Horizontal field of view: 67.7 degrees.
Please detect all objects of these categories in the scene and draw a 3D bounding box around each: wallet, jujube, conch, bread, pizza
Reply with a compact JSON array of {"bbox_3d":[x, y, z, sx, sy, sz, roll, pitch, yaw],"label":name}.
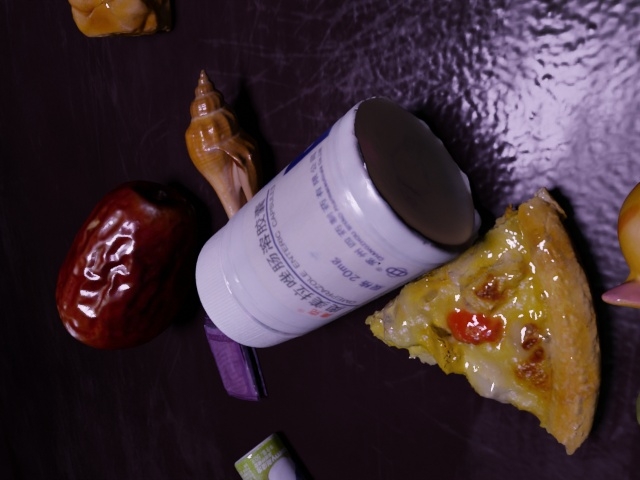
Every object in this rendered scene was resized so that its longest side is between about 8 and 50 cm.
[{"bbox_3d":[-0.165,0.219,0.895,0.111,0.030,0.165,-11,97,40],"label":"wallet"},{"bbox_3d":[-0.340,0.050,0.865,0.223,0.223,0.317,38,114,24],"label":"jujube"},{"bbox_3d":[-0.131,-0.097,0.743,0.110,0.093,0.330,-1,124,22],"label":"conch"},{"bbox_3d":[-0.325,-0.475,0.746,0.167,0.132,0.294,17,116,41],"label":"bread"},{"bbox_3d":[0.169,0.107,0.561,0.288,0.075,0.279,-16,92,41],"label":"pizza"}]

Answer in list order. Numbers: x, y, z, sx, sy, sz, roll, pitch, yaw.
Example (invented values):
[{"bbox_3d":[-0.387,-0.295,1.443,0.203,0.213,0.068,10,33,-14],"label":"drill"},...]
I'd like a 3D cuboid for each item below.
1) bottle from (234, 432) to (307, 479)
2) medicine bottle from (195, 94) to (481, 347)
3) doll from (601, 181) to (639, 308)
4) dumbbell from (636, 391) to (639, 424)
[{"bbox_3d":[-0.022,0.502,0.827,0.330,0.093,0.093,53,129,14],"label":"bottle"},{"bbox_3d":[0.000,0.000,0.588,0.332,0.190,0.189,-35,81,40],"label":"medicine bottle"},{"bbox_3d":[0.320,-0.063,0.330,0.162,0.167,0.269,39,124,55],"label":"doll"},{"bbox_3d":[0.380,0.175,0.315,0.108,0.121,0.302,-60,31,7],"label":"dumbbell"}]
